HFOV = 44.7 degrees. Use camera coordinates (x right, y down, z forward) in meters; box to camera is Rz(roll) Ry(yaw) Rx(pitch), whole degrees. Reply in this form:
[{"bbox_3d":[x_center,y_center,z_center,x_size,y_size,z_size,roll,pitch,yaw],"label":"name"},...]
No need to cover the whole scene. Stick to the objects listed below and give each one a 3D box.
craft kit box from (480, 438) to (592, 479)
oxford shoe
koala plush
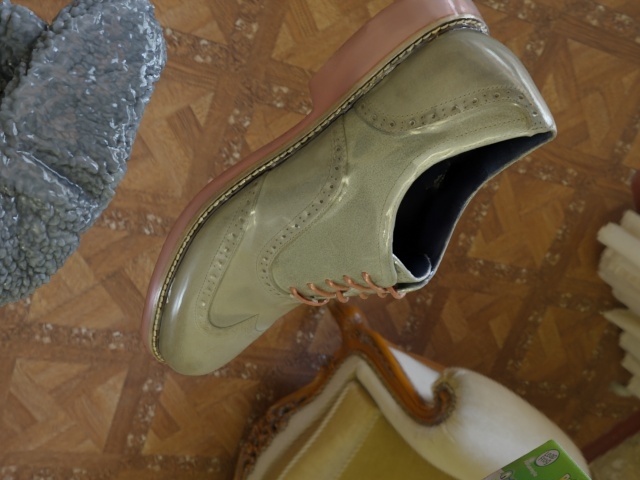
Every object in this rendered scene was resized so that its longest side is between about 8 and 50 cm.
[{"bbox_3d":[0.106,0.258,0.548,0.247,0.250,0.061,-32,94,3],"label":"craft kit box"},{"bbox_3d":[0.000,0.000,0.596,0.140,0.146,0.397,1,138,-52],"label":"oxford shoe"},{"bbox_3d":[-0.225,-0.039,0.438,0.196,0.221,0.203,20,63,-31],"label":"koala plush"}]
